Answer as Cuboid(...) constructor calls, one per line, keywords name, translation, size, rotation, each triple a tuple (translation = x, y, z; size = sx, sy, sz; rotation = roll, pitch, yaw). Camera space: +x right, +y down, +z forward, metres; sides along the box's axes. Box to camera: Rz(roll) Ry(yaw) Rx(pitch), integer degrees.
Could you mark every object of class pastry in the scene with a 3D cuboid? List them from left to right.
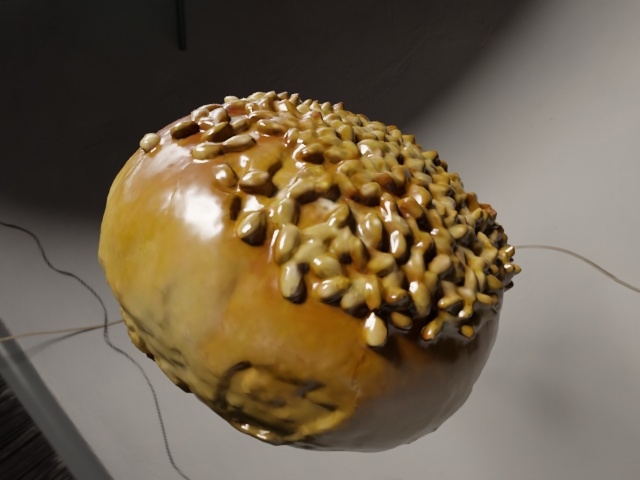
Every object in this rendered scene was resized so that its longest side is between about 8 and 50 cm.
Cuboid(name="pastry", translation=(0.000, 0.000, 0.487), size=(0.409, 0.409, 0.245), rotation=(28, 115, 4))
